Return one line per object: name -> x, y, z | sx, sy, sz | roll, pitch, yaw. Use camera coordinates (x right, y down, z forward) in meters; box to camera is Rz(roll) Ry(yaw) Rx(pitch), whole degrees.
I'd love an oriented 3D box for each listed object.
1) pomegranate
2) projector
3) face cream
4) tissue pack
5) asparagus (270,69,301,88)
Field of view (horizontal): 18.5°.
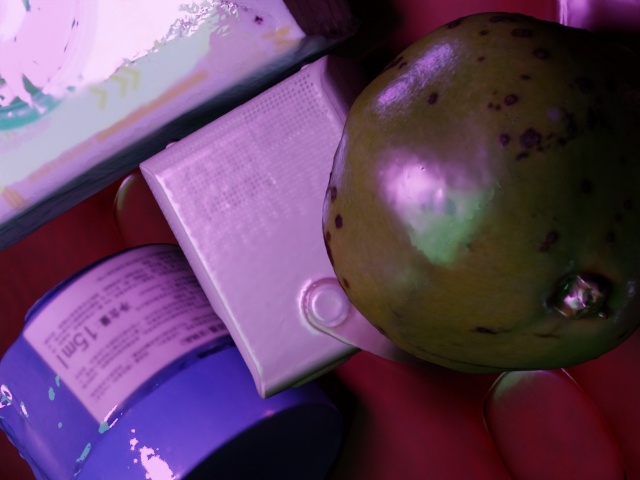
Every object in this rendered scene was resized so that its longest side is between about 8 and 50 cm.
pomegranate -> 0.119, -0.040, 1.315 | 0.270, 0.254, 0.254 | 52, 146, 40
projector -> 0.000, 0.000, 1.503 | 0.177, 0.163, 0.242 | -31, 86, 14
face cream -> -0.139, 0.157, 1.749 | 0.225, 0.249, 0.249 | 49, 142, 27
tissue pack -> -0.203, -0.190, 1.554 | 0.388, 0.162, 0.287 | -29, 89, 23
asparagus -> -0.055, -0.142, 1.642 | 0.165, 0.030, 0.036 | -1, 99, 53
